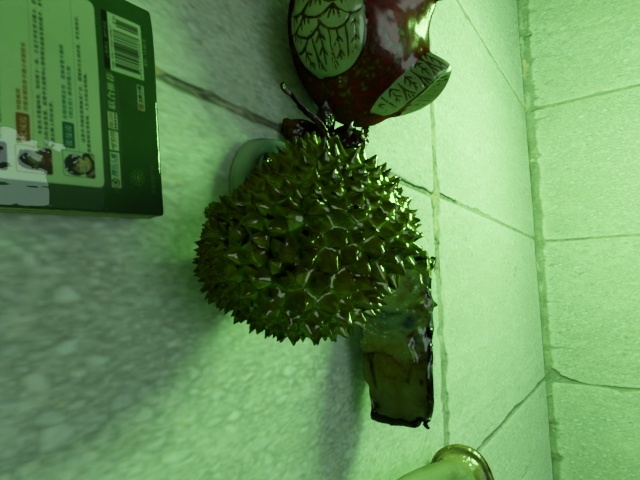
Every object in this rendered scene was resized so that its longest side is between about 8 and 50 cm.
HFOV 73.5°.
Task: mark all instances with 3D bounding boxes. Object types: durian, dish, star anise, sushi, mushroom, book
[{"bbox_3d":[-0.002,0.002,0.443,0.237,0.176,0.200,-35,138,-27],"label":"durian"},{"bbox_3d":[-0.035,-0.065,0.536,0.141,0.078,0.141,10,77,-53],"label":"dish"},{"bbox_3d":[-0.001,-0.147,0.576,0.191,0.097,0.070,40,39,-44],"label":"star anise"},{"bbox_3d":[0.121,0.148,0.705,0.131,0.139,0.291,36,56,-70],"label":"sushi"},{"bbox_3d":[0.180,0.453,0.716,0.407,0.137,0.154,1,73,-57],"label":"mushroom"},{"bbox_3d":[-0.238,-0.121,0.304,0.264,0.027,0.202,-1,86,-55],"label":"book"}]

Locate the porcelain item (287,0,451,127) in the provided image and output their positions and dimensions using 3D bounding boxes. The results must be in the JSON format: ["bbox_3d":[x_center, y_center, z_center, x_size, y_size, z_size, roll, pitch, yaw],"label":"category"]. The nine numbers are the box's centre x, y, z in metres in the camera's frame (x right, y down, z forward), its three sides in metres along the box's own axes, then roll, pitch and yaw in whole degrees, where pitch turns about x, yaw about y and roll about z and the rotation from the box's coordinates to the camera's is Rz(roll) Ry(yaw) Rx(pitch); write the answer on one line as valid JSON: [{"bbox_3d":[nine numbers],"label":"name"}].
[{"bbox_3d":[0.081,-0.293,0.602,0.253,0.253,0.253,11,77,-53],"label":"porcelain item"}]
